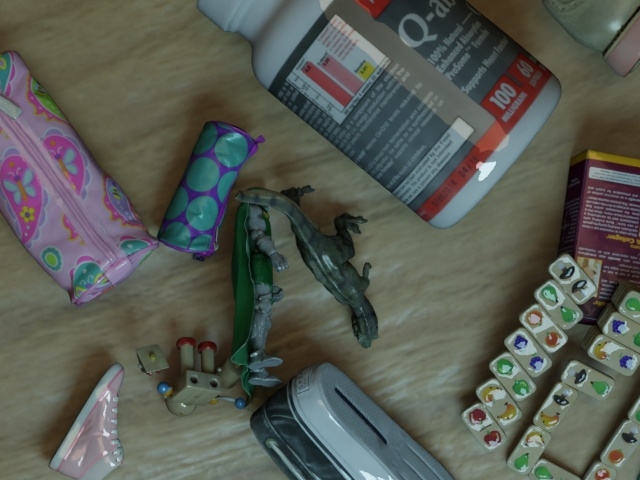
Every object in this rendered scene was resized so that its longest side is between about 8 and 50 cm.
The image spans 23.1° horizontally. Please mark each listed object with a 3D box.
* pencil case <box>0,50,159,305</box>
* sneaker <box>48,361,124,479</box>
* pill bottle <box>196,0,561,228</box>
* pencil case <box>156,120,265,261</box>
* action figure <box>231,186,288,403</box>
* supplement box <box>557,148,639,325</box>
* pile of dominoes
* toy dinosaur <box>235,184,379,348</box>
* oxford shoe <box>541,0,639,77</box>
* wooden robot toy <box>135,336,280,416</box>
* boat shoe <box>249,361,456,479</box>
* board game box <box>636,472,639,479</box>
[{"bbox_3d":[-0.297,-0.070,1.669,0.124,0.124,0.284,-36,90,-7],"label":"pencil case"},{"bbox_3d":[-0.231,0.202,1.688,0.070,0.051,0.134,30,86,-4],"label":"sneaker"},{"bbox_3d":[0.059,-0.199,1.668,0.363,0.210,0.210,39,83,-2],"label":"pill bottle"},{"bbox_3d":[-0.121,-0.055,1.711,0.070,0.064,0.152,20,84,15],"label":"pencil case"},{"bbox_3d":[-0.068,0.040,1.675,0.063,0.137,0.232,-1,59,-5],"label":"action figure"},{"bbox_3d":[0.324,0.002,1.741,0.104,0.081,0.188,10,84,-4],"label":"supplement box"},{"bbox_3d":[0.281,0.159,1.692,0.196,0.040,0.251,28,104,-9],"label":"pile of dominoes"},{"bbox_3d":[0.000,0.000,1.684,0.064,0.118,0.268,-26,125,23],"label":"toy dinosaur"},{"bbox_3d":[0.405,-0.379,1.757,0.146,0.140,0.397,36,81,5],"label":"oxford shoe"},{"bbox_3d":[-0.136,0.158,1.700,0.173,0.079,0.076,15,50,-27],"label":"wooden robot toy"},{"bbox_3d":[0.057,0.272,1.681,0.119,0.121,0.335,-31,105,29],"label":"boat shoe"},{"bbox_3d":[0.472,0.213,1.755,0.160,0.047,0.210,27,83,-3],"label":"board game box"}]
